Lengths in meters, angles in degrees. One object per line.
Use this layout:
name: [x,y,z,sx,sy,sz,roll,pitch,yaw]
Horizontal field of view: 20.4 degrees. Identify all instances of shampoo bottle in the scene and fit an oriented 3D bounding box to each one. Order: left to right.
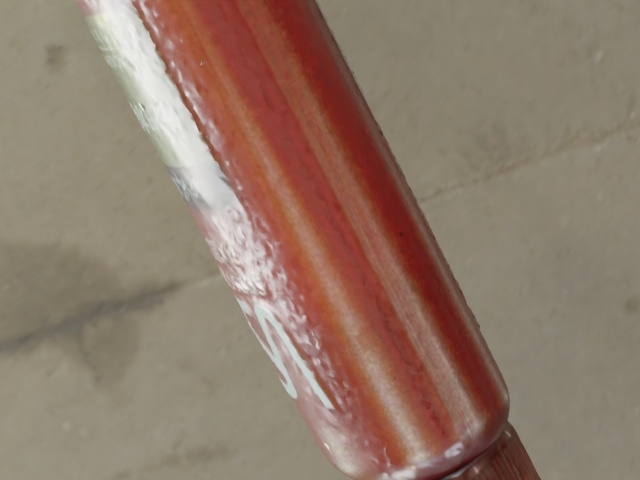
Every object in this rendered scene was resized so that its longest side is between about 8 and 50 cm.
shampoo bottle: [-0.001,0.000,0.686,0.314,0.076,0.118,63,159,-14]
